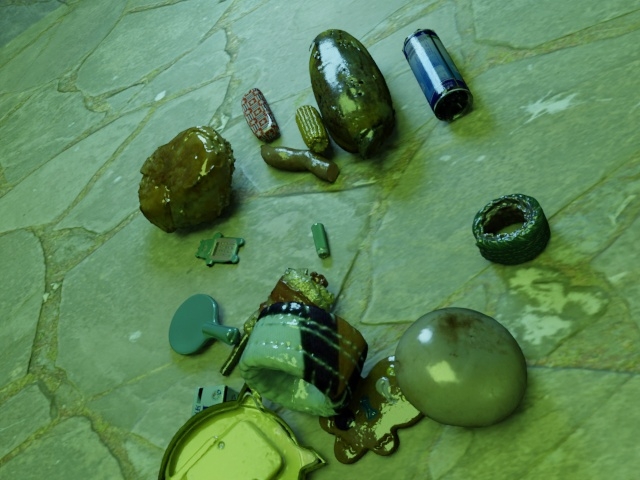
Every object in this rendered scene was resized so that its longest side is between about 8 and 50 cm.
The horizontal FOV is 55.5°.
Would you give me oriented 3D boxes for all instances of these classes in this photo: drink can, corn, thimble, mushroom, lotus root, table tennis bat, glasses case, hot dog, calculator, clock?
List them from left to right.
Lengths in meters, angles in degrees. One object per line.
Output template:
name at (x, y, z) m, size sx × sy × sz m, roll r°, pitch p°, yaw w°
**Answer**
table tennis bat at (-0.274, 0.202, 1.422) m, size 0.244 × 0.040 × 0.153 m, roll 7°, pitch 68°, yaw 43°
calculator at (-0.257, 0.023, 1.541) m, size 0.141 × 0.019 × 0.094 m, roll 2°, pitch 67°, yaw 31°
clock at (-0.163, 0.449, 1.164) m, size 0.293 × 0.071 × 0.277 m, roll -35°, pitch 61°, yaw -18°
glasses case at (-0.168, -0.343, 1.681) m, size 0.073 × 0.049 × 0.194 m, roll -33°, pitch 52°, yaw 11°
hot dog at (-0.062, 0.155, 1.305) m, size 0.213 × 0.103 × 0.146 m, roll -47°, pitch 71°, yaw 12°
thimble at (-0.033, 0.229, 1.148) m, size 0.237 × 0.237 × 0.150 m, roll 1°, pitch 50°, yaw 31°
corn at (-0.020, -0.283, 1.528) m, size 0.068 × 0.068 × 0.207 m, roll -33°, pitch 36°, yaw 9°
lotus root at (0.068, -0.355, 1.463) m, size 0.179 × 0.196 × 0.398 m, roll -31°, pitch 55°, yaw 18°
drink can at (0.272, -0.391, 1.426) m, size 0.097 × 0.097 × 0.235 m, roll -28°, pitch 53°, yaw 14°
mushroom at (0.238, 0.222, 1.054) m, size 0.226 × 0.178 × 0.226 m, roll 3°, pitch 48°, yaw -3°
thimble at (0.363, -0.023, 1.164) m, size 0.135 × 0.090 × 0.119 m, roll -15°, pitch 54°, yaw 25°

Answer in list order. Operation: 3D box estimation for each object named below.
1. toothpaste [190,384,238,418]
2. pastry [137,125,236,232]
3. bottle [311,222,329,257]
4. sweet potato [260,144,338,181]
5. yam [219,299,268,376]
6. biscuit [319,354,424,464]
toothpaste at (-0.234, 0.469, 1.240) m, size 0.081 × 0.067 × 0.337 m, roll -10°, pitch 59°, yaw 22°
pastry at (-0.338, -0.155, 1.599) m, size 0.310 × 0.162 × 0.255 m, roll -18°, pitch 66°, yaw 32°
bottle at (0.000, 0.000, 1.398) m, size 0.030 × 0.030 × 0.083 m, roll -24°, pitch 55°, yaw 16°
sweet potato at (-0.075, -0.208, 1.543) m, size 0.281 × 0.059 × 0.067 m, roll 19°, pitch 65°, yaw 35°
yam at (-0.157, 0.202, 1.376) m, size 0.234 × 0.027 × 0.029 m, roll -57°, pitch 21°, yaw -10°
biscuit at (0.107, 0.313, 1.154) m, size 0.236 × 0.039 × 0.180 m, roll -38°, pitch 50°, yaw 3°
